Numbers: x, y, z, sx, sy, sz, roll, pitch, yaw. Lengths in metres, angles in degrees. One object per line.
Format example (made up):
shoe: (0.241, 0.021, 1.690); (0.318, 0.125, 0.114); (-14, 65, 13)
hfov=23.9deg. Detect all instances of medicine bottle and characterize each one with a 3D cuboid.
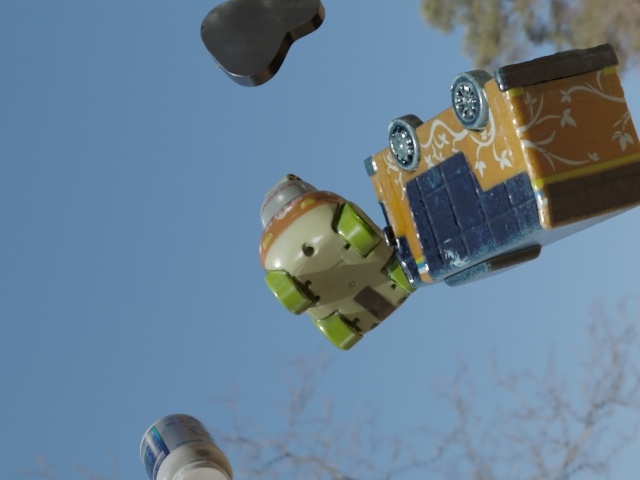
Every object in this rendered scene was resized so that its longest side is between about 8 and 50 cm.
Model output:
medicine bottle: (-0.182, 0.316, 2.082); (0.107, 0.191, 0.107); (-4, -77, -17)

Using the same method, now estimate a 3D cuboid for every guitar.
guitar: (-0.008, -0.237, 1.416); (0.233, 0.088, 0.025); (-39, -26, -2)

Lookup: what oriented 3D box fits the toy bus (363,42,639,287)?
toy bus: (0.193, -0.072, 1.620); (0.162, 0.323, 0.194); (-15, -97, -27)

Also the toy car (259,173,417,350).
toy car: (0.000, 0.000, 1.888); (0.145, 0.235, 0.235); (-42, -26, 7)
